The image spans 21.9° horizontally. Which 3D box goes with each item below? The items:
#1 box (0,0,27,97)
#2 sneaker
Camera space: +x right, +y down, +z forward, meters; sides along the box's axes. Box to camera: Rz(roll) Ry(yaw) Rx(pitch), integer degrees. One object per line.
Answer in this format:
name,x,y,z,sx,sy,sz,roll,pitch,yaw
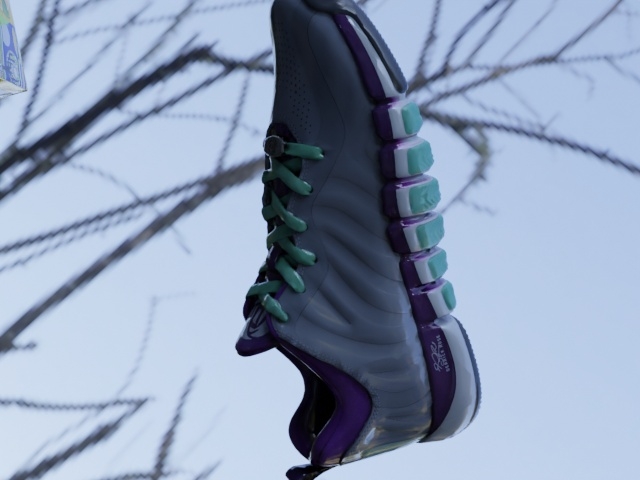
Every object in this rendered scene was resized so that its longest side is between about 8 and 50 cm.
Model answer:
box,-0.221,-0.166,0.972,0.059,0.054,0.169,24,53,-81
sneaker,0.000,0.000,0.734,0.083,0.098,0.223,13,-58,66
